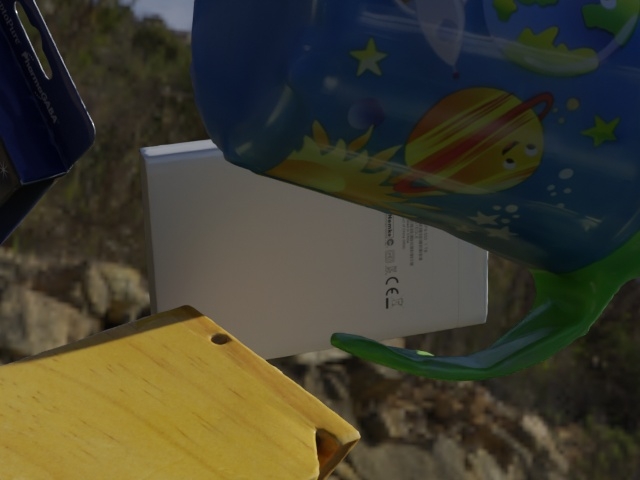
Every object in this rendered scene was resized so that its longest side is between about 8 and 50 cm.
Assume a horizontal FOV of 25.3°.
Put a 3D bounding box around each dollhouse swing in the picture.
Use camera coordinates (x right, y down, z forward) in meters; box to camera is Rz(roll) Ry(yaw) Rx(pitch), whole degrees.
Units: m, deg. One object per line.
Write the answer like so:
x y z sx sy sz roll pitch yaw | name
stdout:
-0.209 0.261 1.183 0.315 0.305 0.346 33 35 34 | dollhouse swing

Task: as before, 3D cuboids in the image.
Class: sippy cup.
0.063 -0.104 0.701 0.224 0.306 0.240 7 -34 -24 | sippy cup

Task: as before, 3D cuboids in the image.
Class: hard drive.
0.000 0.000 1.445 0.353 0.233 0.047 -8 22 -17 | hard drive

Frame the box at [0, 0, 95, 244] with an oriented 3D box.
-0.208 -0.064 0.803 0.036 0.136 0.225 -19 -11 -39 | box
